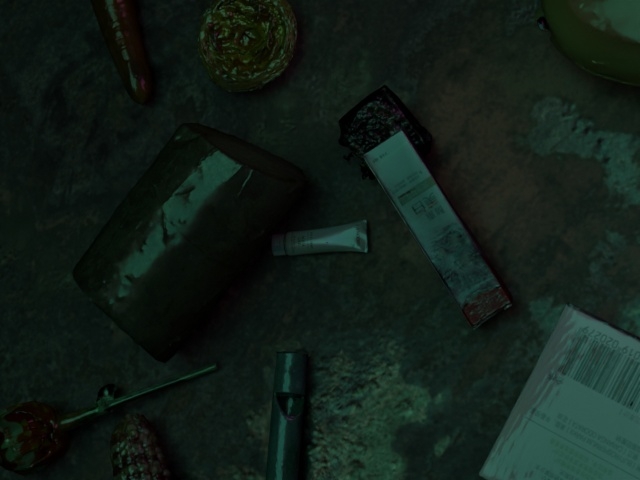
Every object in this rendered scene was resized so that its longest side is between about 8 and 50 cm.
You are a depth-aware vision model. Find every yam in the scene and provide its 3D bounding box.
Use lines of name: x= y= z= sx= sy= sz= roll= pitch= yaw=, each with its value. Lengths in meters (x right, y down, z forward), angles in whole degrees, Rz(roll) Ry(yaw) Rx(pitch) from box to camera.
yam: x=-0.152 y=-0.008 z=1.524 sx=0.161 sy=0.161 sz=0.268 roll=41 pitch=98 yaw=23

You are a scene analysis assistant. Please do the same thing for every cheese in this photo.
cheese: x=0.367 y=-0.272 z=1.382 sx=0.315 sy=0.128 sz=0.260 roll=-5 pitch=80 yaw=23

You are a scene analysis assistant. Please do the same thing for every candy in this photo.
candy: x=-0.251 y=0.192 z=1.574 sx=0.287 sy=0.084 sz=0.078 roll=-22 pitch=68 yaw=9

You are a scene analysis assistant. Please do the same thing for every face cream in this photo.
face cream: x=0.000 y=0.000 z=1.533 sx=0.115 sy=0.020 sz=0.038 roll=-6 pitch=77 yaw=18

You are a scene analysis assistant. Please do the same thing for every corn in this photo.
corn: x=-0.190 y=0.311 z=1.521 sx=0.079 sy=0.079 sz=0.237 roll=-23 pitch=70 yaw=16

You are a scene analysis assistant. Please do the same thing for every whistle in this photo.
whistle: x=-0.039 y=0.215 z=1.497 sx=0.039 sy=0.039 sz=0.186 roll=1 pitch=80 yaw=22

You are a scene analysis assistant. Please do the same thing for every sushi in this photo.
sushi: x=0.064 y=-0.112 z=1.494 sx=0.084 sy=0.056 sz=0.083 roll=-36 pitch=104 yaw=18

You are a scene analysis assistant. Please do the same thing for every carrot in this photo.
carrot: x=-0.242 y=-0.259 z=1.665 sx=0.061 sy=0.061 sz=0.210 roll=-21 pitch=77 yaw=17

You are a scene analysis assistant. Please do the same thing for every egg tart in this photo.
egg tart: x=-0.082 y=-0.231 z=1.597 sx=0.128 sy=0.049 sz=0.129 roll=-2 pitch=84 yaw=19

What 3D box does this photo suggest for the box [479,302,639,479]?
box: x=0.314 y=0.204 z=1.317 sx=0.260 sy=0.111 sz=0.195 roll=28 pitch=92 yaw=22

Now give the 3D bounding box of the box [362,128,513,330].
box: x=0.124 y=-0.013 z=1.442 sx=0.055 sy=0.039 sz=0.218 roll=-34 pitch=87 yaw=12
